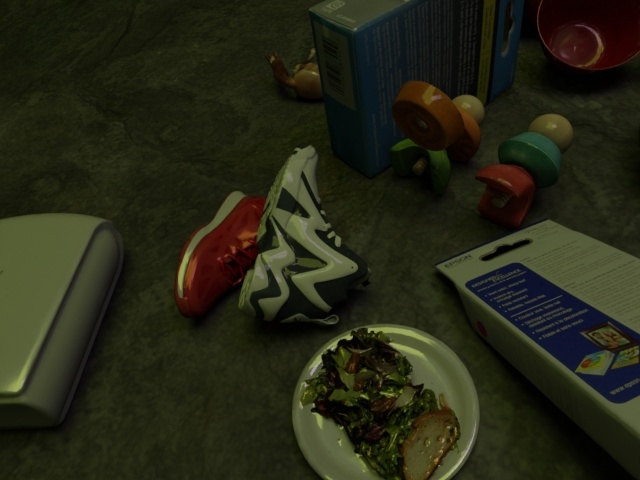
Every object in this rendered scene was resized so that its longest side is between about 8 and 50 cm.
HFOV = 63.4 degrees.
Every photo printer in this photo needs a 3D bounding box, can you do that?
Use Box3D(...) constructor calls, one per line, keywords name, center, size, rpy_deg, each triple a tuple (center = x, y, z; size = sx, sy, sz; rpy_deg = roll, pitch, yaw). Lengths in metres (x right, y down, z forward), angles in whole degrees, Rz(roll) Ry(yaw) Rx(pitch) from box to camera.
Box3D(name="photo printer", center=(-0.414, 0.088, 0.685), size=(0.255, 0.107, 0.308), rpy_deg=(-4, 47, 9))

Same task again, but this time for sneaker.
Box3D(name="sneaker", center=(-0.099, 0.014, 0.701), size=(0.127, 0.087, 0.221), rpy_deg=(5, 50, 19))
Box3D(name="sneaker", center=(0.000, 0.000, 0.660), size=(0.152, 0.094, 0.235), rpy_deg=(20, 62, -15))

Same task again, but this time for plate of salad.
Box3D(name="plate of salad", center=(0.065, 0.167, 0.548), size=(0.199, 0.048, 0.200), rpy_deg=(-7, 47, 7))

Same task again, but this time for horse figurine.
Box3D(name="horse figurine", center=(0.021, -0.329, 1.008), size=(0.263, 0.066, 0.175), rpy_deg=(-3, 41, 7))

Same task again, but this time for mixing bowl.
Box3D(name="mixing bowl", center=(0.457, -0.357, 0.895), size=(0.181, 0.098, 0.182), rpy_deg=(-1, 81, 9))

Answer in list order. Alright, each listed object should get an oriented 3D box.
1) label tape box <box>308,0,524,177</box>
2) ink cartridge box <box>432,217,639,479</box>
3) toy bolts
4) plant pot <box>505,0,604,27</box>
Box3D(name="label tape box", center=(0.164, -0.296, 0.817), size=(0.347, 0.249, 0.115), rpy_deg=(-35, 50, -19))
Box3D(name="ink cartridge box", center=(0.277, 0.083, 0.520), size=(0.175, 0.069, 0.371), rpy_deg=(-21, 26, -8))
Box3D(name="toy bolts", center=(0.224, -0.152, 0.707), size=(0.228, 0.218, 0.158), rpy_deg=(35, 76, 27))
Box3D(name="plant pot", center=(0.452, -0.503, 0.995), size=(0.174, 0.191, 0.191), rpy_deg=(5, 49, 25))
